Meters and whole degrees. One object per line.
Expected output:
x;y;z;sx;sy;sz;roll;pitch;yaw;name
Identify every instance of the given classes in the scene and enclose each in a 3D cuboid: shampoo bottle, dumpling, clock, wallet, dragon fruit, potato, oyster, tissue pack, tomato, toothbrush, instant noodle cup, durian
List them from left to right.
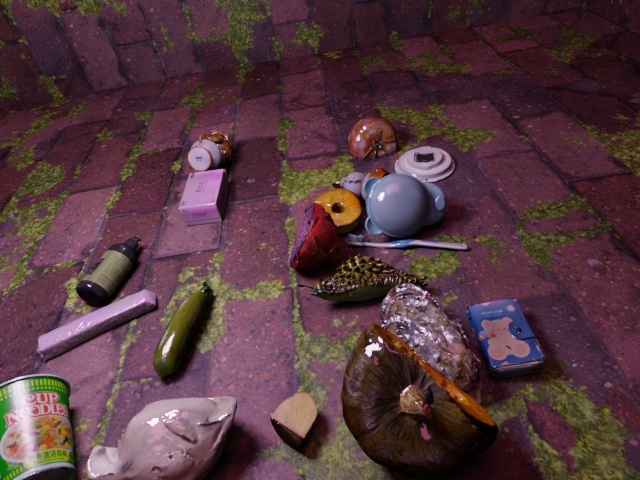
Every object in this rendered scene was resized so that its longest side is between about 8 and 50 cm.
-0.660;0.464;1.018;0.207;0.207;0.232;-28;53;-19;instant noodle cup
-0.695;0.084;1.501;0.101;0.101;0.283;4;43;16;shampoo bottle
-0.337;0.453;1.003;0.318;0.187;0.243;-18;2;-21;dumpling
-0.449;-0.175;1.750;0.149;0.092;0.246;-7;41;2;tissue pack
-0.051;0.411;1.029;0.096;0.066;0.103;35;52;22;potato
-0.001;0.003;1.413;0.148;0.218;0.224;20;1;-9;dragon fruit
0.120;0.113;1.286;0.375;0.132;0.106;-3;54;0;durian
0.218;-0.447;1.880;0.214;0.155;0.180;-18;38;-7;tomato
0.276;0.014;1.439;0.386;0.040;0.040;5;43;12;toothbrush
0.411;-0.313;1.760;0.237;0.053;0.236;-5;41;4;clock
0.272;0.250;1.104;0.162;0.158;0.351;-52;51;17;oyster
0.464;0.243;1.118;0.141;0.059;0.202;-13;39;7;wallet

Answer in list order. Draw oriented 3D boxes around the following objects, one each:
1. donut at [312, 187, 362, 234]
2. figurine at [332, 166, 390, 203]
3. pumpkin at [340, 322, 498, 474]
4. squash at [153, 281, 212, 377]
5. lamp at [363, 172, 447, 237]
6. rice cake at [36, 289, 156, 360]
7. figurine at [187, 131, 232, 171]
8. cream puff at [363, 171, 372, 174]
0.063;-0.096;1.571;0.174;0.074;0.190;-24;49;-16;donut
0.169;-0.187;1.616;0.271;0.143;0.143;-7;39;24;figurine
0.168;0.351;0.907;0.325;0.242;0.232;37;89;18;pumpkin
-0.388;0.239;1.279;0.087;0.087;0.331;3;41;14;squash
0.282;-0.116;1.464;0.284;0.209;0.147;-4;5;-26;lamp
-0.678;0.249;1.348;0.365;0.056;0.072;-25;41;-17;rice cake
-0.467;-0.378;1.913;0.142;0.189;0.263;3;22;10;figurine
0.189;-0.234;1.710;0.083;0.058;0.083;6;42;15;cream puff
